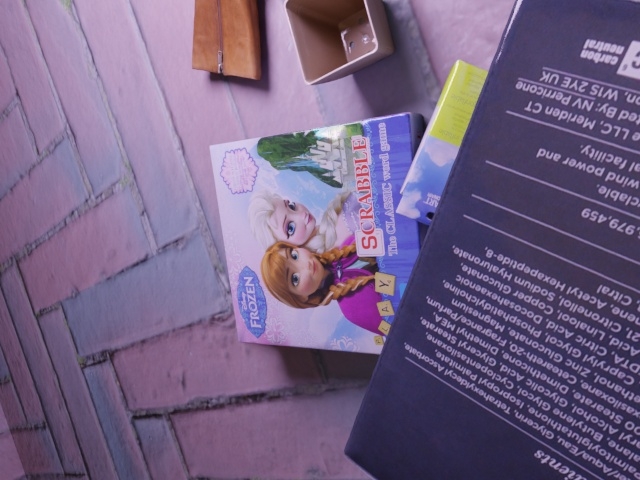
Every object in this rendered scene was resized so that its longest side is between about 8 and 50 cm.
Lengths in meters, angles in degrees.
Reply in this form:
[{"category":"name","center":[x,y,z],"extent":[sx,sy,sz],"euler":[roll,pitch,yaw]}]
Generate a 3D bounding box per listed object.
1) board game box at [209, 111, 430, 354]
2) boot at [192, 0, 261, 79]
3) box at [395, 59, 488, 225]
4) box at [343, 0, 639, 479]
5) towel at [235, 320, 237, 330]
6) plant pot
[{"category":"board game box","center":[0.000,0.000,0.677],"extent":[0.317,0.066,0.319],"euler":[-3,99,29]},{"category":"boot","center":[-0.104,-0.378,0.662],"extent":[0.263,0.096,0.281],"euler":[15,110,31]},{"category":"box","center":[0.167,-0.097,0.532],"extent":[0.108,0.042,0.179],"euler":[22,103,3]},{"category":"box","center":[0.228,0.036,0.408],"extent":[0.211,0.293,0.396],"euler":[28,115,27]},{"category":"towel","center":[-0.098,0.119,0.816],"extent":[0.148,0.027,0.110],"euler":[4,103,34]},{"category":"plant pot","center":[0.036,-0.265,0.590],"extent":[0.108,0.096,0.109],"euler":[-14,92,36]}]
